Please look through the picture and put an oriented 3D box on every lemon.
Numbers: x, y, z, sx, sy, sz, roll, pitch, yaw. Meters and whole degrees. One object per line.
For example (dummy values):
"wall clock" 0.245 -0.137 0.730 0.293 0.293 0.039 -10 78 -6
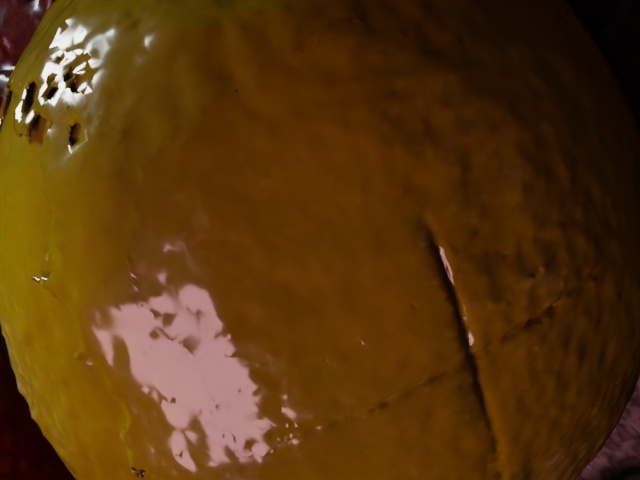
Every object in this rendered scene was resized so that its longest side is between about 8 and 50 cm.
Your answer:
"lemon" -0.001 0.000 0.678 0.297 0.297 0.297 28 145 22

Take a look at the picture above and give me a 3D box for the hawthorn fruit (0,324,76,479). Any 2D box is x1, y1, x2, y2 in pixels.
"hawthorn fruit" -0.280 0.142 1.175 0.369 0.285 0.285 52 147 -3

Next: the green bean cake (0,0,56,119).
"green bean cake" -0.139 -0.126 0.778 0.198 0.097 0.232 13 110 43
